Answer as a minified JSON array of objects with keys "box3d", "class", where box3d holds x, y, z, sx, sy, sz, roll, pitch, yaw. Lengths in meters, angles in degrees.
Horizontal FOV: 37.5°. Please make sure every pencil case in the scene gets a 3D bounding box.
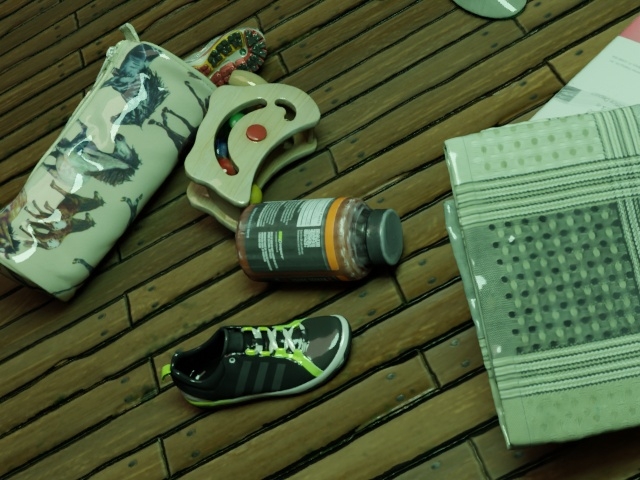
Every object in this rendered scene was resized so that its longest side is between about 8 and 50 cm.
[{"box3d":[-0.328,-0.101,1.355,0.410,0.183,0.160,-55,16,-9],"class":"pencil case"}]

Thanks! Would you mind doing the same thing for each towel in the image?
[{"box3d":[0.292,0.020,0.912,0.324,0.056,0.312,-10,81,-4],"class":"towel"}]

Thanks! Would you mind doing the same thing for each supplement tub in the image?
[{"box3d":[0.000,0.000,1.179,0.197,0.106,0.106,-1,56,26],"class":"supplement tub"}]

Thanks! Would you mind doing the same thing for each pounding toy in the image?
[{"box3d":[-0.088,-0.121,1.335,0.154,0.155,0.270,14,58,4],"class":"pounding toy"}]

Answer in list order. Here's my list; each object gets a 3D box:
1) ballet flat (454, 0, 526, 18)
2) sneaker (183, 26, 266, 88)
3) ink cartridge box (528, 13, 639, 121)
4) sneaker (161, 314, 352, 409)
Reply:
[{"box3d":[0.211,-0.386,1.383,0.072,0.068,0.213,-43,48,-7],"class":"ballet flat"},{"box3d":[-0.179,-0.262,1.500,0.225,0.088,0.093,-28,21,12],"class":"sneaker"},{"box3d":[0.365,-0.108,1.058,0.283,0.117,0.207,-43,48,-8],"class":"ink cartridge box"},{"box3d":[-0.078,0.140,1.118,0.234,0.097,0.084,-22,49,12],"class":"sneaker"}]
